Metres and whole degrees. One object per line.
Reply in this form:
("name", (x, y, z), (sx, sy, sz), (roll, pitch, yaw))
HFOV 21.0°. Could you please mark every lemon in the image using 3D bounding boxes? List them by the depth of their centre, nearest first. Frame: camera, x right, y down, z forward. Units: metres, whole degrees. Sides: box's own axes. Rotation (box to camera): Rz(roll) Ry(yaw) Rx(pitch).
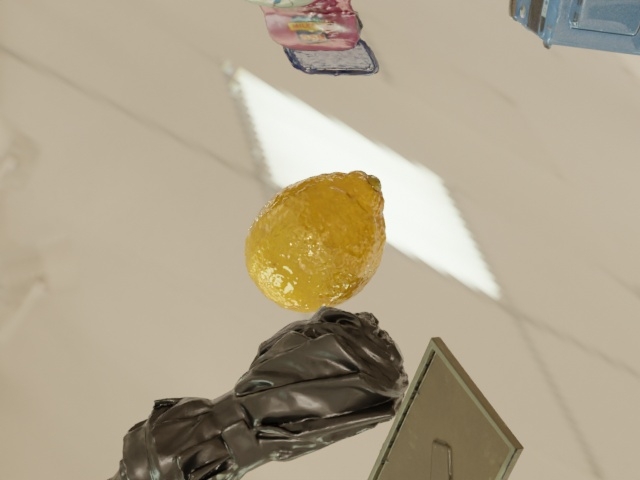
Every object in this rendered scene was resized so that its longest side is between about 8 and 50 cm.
("lemon", (0.000, 0.000, 1.861), (0.142, 0.187, 0.142), (39, -163, -15))

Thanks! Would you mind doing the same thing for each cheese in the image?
("cheese", (-0.025, -0.196, 1.264), (0.155, 0.062, 0.244), (5, 148, 25))

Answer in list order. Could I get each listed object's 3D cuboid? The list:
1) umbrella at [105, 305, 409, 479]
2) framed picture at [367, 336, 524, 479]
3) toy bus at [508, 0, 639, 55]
("umbrella", (-0.087, 0.166, 1.387), (0.118, 0.340, 0.118), (58, -174, -9))
("framed picture", (0.137, 0.260, 1.983), (0.016, 0.250, 0.184), (-7, -137, -33))
("toy bus", (0.345, -0.274, 1.958), (0.234, 0.116, 0.133), (5, -155, -16))
